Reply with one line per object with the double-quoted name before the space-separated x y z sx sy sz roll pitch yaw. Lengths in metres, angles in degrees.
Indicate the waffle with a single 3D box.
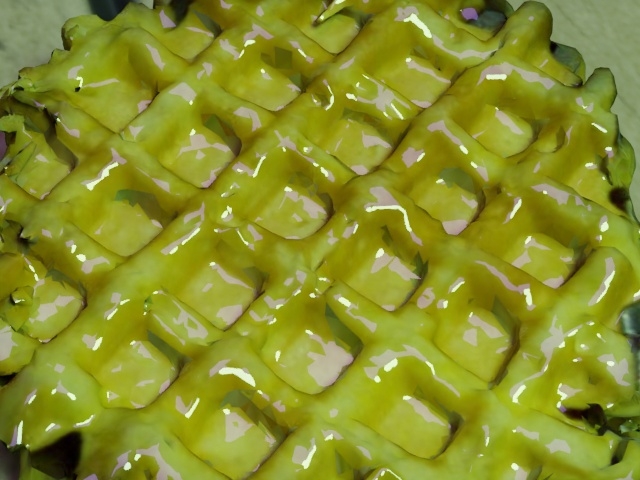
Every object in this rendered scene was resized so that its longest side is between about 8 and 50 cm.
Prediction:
"waffle" 0.000 0.000 0.672 0.379 0.095 0.382 -1 52 -6
